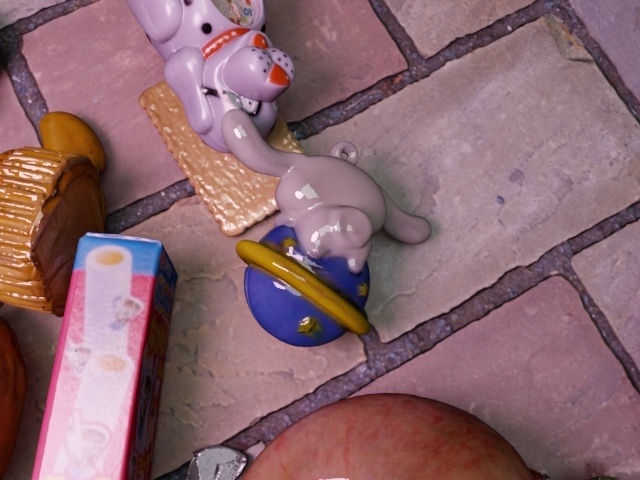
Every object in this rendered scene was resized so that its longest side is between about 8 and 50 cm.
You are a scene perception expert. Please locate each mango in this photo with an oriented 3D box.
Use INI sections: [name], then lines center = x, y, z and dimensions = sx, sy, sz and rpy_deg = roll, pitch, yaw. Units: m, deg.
[mango]
center = -0.337, -0.122, 0.834
dimensions = 0.080, 0.060, 0.114
rpy_deg = -34, 77, -12

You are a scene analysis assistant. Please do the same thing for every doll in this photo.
[doll]
center = -0.017, -0.011, 0.732
dimensions = 0.311, 0.159, 0.242
rpy_deg = 42, 89, -20

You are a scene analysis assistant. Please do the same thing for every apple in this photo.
[apple]
center = 0.059, 0.316, 0.625
dimensions = 0.345, 0.269, 0.345
rpy_deg = -2, 81, 14

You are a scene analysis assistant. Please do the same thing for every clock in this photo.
[clock]
center = -0.127, -0.228, 0.788
dimensions = 0.189, 0.189, 0.254
rpy_deg = -19, 84, -6

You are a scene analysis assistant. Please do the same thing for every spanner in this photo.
[spanner]
center = -0.220, 0.363, 0.746
dimensions = 0.325, 0.026, 0.093
rpy_deg = -36, 80, -8

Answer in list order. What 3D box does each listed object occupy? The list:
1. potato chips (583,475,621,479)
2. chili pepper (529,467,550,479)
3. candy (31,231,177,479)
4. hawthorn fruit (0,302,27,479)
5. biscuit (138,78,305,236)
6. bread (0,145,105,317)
[potato chips]
center = 0.317, 0.387, 0.735
dimensions = 0.220, 0.029, 0.202
rpy_deg = -6, 88, -18
[chili pepper]
center = 0.224, 0.359, 0.750
dimensions = 0.088, 0.065, 0.169
rpy_deg = 14, 83, -26
[candy]
center = -0.237, 0.159, 0.714
dimensions = 0.100, 0.157, 0.306
rpy_deg = 4, 72, -3
[hawthorn fruit]
center = -0.450, 0.160, 0.675
dimensions = 0.277, 0.277, 0.298
rpy_deg = 25, 50, 4
[biscuit]
center = -0.127, -0.140, 0.861
dimensions = 0.160, 0.030, 0.250
rpy_deg = -33, 80, -8
[bread]
center = -0.334, -0.013, 0.740
dimensions = 0.104, 0.199, 0.199
rpy_deg = 10, 77, 1
